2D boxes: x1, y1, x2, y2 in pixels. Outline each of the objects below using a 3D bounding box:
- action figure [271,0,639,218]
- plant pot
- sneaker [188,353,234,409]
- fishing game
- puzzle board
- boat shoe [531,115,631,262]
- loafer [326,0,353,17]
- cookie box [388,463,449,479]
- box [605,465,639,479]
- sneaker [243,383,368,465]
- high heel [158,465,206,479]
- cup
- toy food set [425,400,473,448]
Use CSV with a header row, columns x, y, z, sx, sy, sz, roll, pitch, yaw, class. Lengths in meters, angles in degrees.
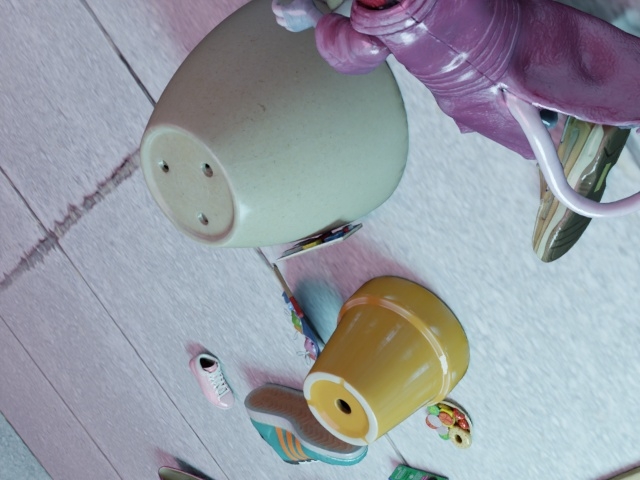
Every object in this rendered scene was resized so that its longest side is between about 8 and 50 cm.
x,y,z,sx,sy,sz,roll,pitch,yaw,class
0.116,-0.160,0.642,0.248,0.370,0.275,-37,52,34,action figure
0.080,0.186,1.082,0.205,0.188,0.205,25,135,28,plant pot
-0.223,0.293,1.565,0.134,0.051,0.070,52,146,5,sneaker
-0.027,0.164,1.215,0.189,0.041,0.264,58,172,50,fishing game
0.000,0.000,1.016,0.096,0.128,0.011,-18,94,17,puzzle board
0.267,-0.065,0.813,0.072,0.068,0.190,41,130,33,boat shoe
0.070,-0.317,0.769,0.087,0.094,0.251,51,141,-8,loafer
0.181,0.450,1.310,0.107,0.040,0.091,3,122,42,cookie box
0.456,0.384,1.012,0.164,0.021,0.201,45,140,7,box
-0.017,0.362,1.388,0.302,0.108,0.121,12,129,48,sneaker
-0.280,0.647,1.830,0.181,0.127,0.377,50,146,-17,high heel
-0.087,-0.120,0.964,0.331,0.237,0.331,25,135,28,cup
0.202,0.287,1.178,0.083,0.020,0.083,17,131,35,toy food set
